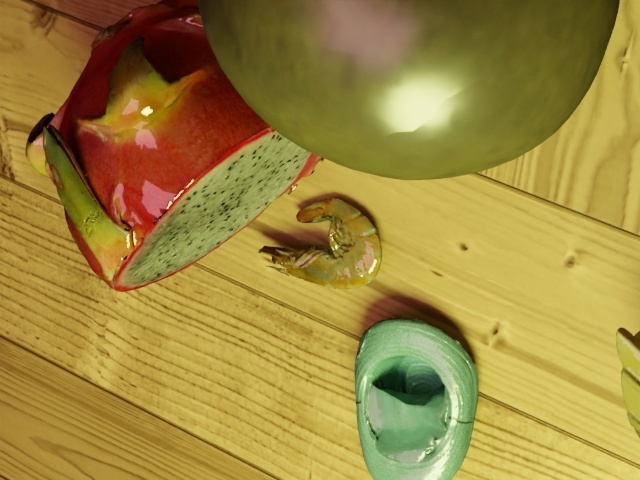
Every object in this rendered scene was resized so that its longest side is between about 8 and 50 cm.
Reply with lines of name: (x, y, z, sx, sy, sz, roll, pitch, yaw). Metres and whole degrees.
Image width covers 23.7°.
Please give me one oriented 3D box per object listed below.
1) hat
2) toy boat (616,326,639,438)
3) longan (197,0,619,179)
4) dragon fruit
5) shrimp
hat: (0.101, 0.170, 1.616, 0.138, 0.078, 0.191, 8, 100, 24)
toy boat: (0.452, 0.205, 1.336, 0.445, 0.136, 0.162, 33, 125, 19)
longan: (0.072, -0.222, 1.259, 0.361, 0.361, 0.361, 17, 124, 28)
dragon fruit: (-0.155, -0.115, 1.509, 0.226, 0.305, 0.305, 53, 133, 10)
shrimp: (-0.005, 0.002, 1.617, 0.162, 0.045, 0.095, 8, 118, 35)
